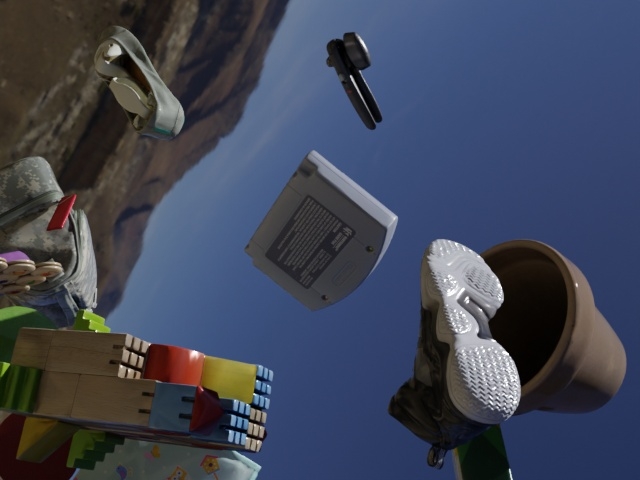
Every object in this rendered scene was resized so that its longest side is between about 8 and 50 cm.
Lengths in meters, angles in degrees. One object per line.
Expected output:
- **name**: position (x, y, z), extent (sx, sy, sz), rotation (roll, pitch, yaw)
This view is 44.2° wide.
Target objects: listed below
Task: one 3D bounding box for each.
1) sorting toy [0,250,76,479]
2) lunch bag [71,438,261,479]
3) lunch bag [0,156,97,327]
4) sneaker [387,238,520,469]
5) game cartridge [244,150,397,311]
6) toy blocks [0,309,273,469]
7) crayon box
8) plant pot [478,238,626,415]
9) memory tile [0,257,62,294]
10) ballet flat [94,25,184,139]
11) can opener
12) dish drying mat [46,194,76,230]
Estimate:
- **sorting toy**: position (-0.452, 0.200, 1.154), extent (0.126, 0.127, 0.365), rotation (-39, -119, 42)
- **lunch bag**: position (-0.259, 0.416, 1.349), extent (0.223, 0.262, 0.160), rotation (-58, 168, -17)
- **lunch bag**: position (-0.538, 0.024, 1.499), extent (0.213, 0.256, 0.305), rotation (-29, 169, -19)
- **sneaker**: position (0.135, 0.124, 0.898), extent (0.268, 0.101, 0.153), rotation (-91, -156, -50)
- **game cartridge**: position (0.000, 0.000, 1.301), extent (0.060, 0.196, 0.294), rotation (-46, 177, -39)
- **toy blocks**: position (-0.184, 0.195, 0.969), extent (0.381, 0.261, 0.190), rotation (48, 46, -63)
- **crayon box**: position (0.256, 0.337, 1.310), extent (0.318, 0.081, 0.202), rotation (-92, 171, -50)
- **plant pot**: position (0.339, 0.162, 1.198), extent (0.263, 0.229, 0.263), rotation (-36, -142, 35)
- **memory tile**: position (-0.392, 0.043, 0.932), extent (0.113, 0.148, 0.012), rotation (-23, -109, 34)
- **ballet flat**: position (-0.250, -0.212, 1.012), extent (0.068, 0.213, 0.072), rotation (-1, 135, -53)
- **can opener**: position (0.064, -0.284, 1.430), extent (0.073, 0.186, 0.059), rotation (8, -141, 48)
- **dish drying mat**: position (-0.449, -0.049, 1.368), extent (0.032, 0.008, 0.083), rotation (-8, -137, 14)
